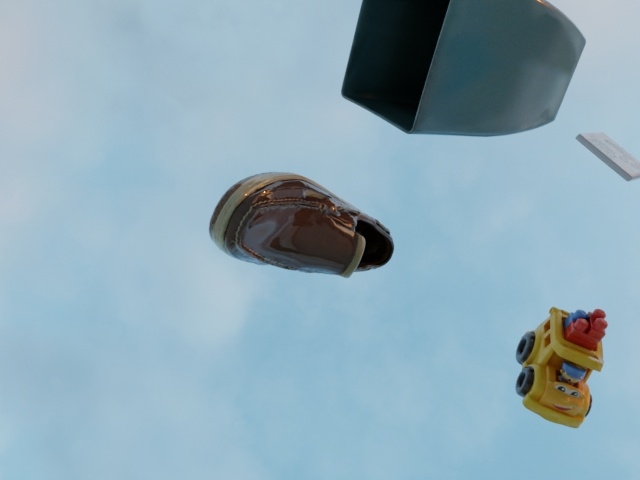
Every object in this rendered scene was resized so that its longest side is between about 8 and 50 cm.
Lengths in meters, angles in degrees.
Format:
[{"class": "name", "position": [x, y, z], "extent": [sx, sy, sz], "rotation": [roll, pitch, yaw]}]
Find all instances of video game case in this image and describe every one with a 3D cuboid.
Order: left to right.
[{"class": "video game case", "position": [0.692, -0.200, 1.303], "extent": [0.157, 0.143, 0.019], "rotation": [52, -48, 26]}]

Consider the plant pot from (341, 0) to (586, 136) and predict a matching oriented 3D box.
[{"class": "plant pot", "position": [0.179, -0.217, 0.653], "extent": [0.235, 0.165, 0.165], "rotation": [0, -63, -28]}]

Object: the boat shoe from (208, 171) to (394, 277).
[{"class": "boat shoe", "position": [0.003, -0.007, 0.559], "extent": [0.095, 0.257, 0.095], "rotation": [30, -75, 28]}]

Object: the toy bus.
[{"class": "toy bus", "position": [0.526, 0.246, 1.166], "extent": [0.150, 0.211, 0.220], "rotation": [23, -139, 4]}]
